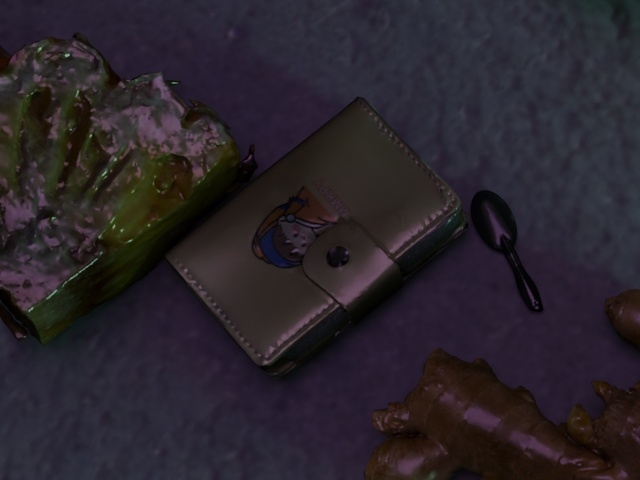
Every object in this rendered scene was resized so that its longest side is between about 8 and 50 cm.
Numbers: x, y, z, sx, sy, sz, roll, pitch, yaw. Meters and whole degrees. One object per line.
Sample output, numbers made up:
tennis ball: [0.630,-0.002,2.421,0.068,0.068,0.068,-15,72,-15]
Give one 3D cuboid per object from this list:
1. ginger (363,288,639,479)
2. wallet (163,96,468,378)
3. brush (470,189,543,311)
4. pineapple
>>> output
ginger: [0.137,0.102,0.991,0.176,0.052,0.193,35,77,25]
wallet: [0.000,0.000,1.060,0.155,0.039,0.110,-39,65,-7]
brush: [0.111,0.006,1.055,0.024,0.008,0.083,-24,68,-2]
pineapple: [-0.162,-0.035,1.061,0.236,0.114,0.186,7,70,8]
